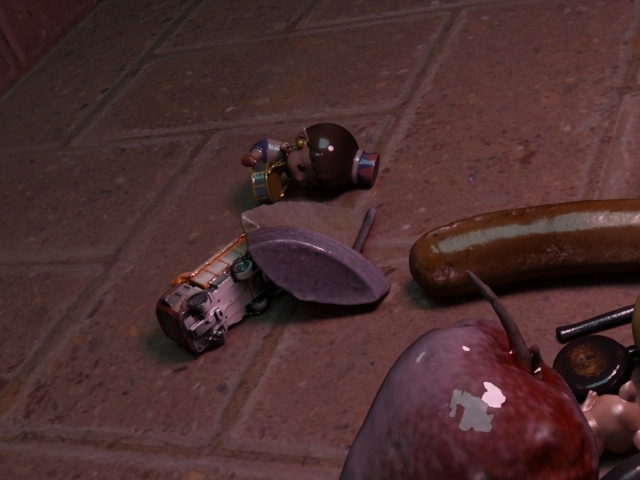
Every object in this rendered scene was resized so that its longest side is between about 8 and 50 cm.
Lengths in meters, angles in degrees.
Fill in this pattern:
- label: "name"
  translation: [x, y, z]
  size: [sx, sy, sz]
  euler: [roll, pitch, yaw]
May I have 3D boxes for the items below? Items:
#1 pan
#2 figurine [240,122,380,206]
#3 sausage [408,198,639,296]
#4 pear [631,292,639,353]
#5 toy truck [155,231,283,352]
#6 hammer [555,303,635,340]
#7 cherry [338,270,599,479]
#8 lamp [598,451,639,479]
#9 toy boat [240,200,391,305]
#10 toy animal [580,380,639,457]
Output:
- label: "pan"
  translation: [0.438, 0.169, 1.530]
  size: [0.212, 0.040, 0.115]
  euler: [-18, 38, 7]
- label: "figurine"
  translation: [-0.016, -0.156, 2.180]
  size: [0.276, 0.161, 0.158]
  euler: [-12, 57, 19]
- label: "sausage"
  translation: [0.384, 0.003, 1.727]
  size: [0.501, 0.123, 0.136]
  euler: [-8, 37, 20]
- label: "pear"
  translation: [0.510, 0.122, 1.449]
  size: [0.167, 0.136, 0.167]
  euler: [11, 48, -13]
- label: "toy truck"
  translation: [-0.175, 0.084, 1.948]
  size: [0.270, 0.114, 0.135]
  euler: [-39, 36, -28]
- label: "hammer"
  translation: [0.479, 0.109, 1.606]
  size: [0.246, 0.029, 0.103]
  euler: [-20, 32, 6]
- label: "cherry"
  translation: [0.180, 0.256, 1.324]
  size: [0.335, 0.291, 0.326]
  euler: [-42, 21, 37]
- label: "lamp"
  translation: [0.412, 0.349, 1.126]
  size: [0.374, 0.205, 0.272]
  euler: [-2, 26, 4]
- label: "toy boat"
  translation: [-0.016, 0.008, 1.915]
  size: [0.276, 0.111, 0.293]
  euler: [14, 25, -14]
- label: "toy animal"
  translation: [0.371, 0.257, 1.406]
  size: [0.150, 0.083, 0.089]
  euler: [-35, 10, 11]
